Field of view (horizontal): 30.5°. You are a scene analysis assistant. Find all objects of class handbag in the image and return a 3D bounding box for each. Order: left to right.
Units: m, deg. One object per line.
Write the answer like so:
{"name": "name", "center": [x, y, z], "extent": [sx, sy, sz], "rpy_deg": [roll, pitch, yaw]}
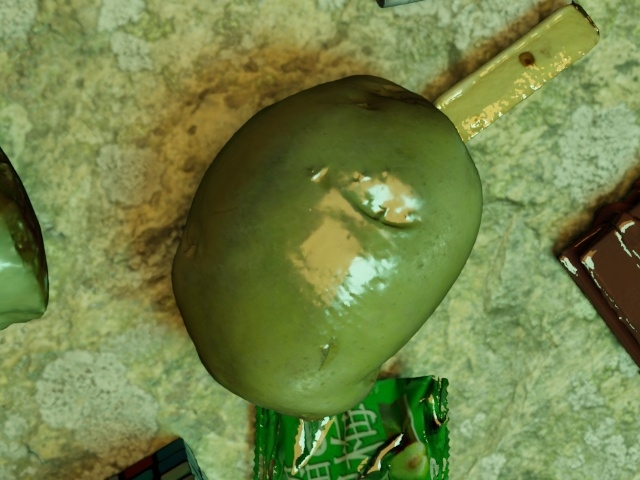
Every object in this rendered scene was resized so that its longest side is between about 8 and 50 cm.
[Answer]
{"name": "handbag", "center": [0.426, 0.035, 1.250], "extent": [0.260, 0.084, 0.275], "rpy_deg": [-41, 104, -2]}

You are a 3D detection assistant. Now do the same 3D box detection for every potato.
{"name": "potato", "center": [0.000, 0.000, 1.086], "extent": [0.243, 0.221, 0.326], "rpy_deg": [36, 95, -17]}

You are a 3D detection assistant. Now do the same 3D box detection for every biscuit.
{"name": "biscuit", "center": [0.194, -0.167, 1.185], "extent": [0.188, 0.052, 0.056], "rpy_deg": [-37, 92, -5]}

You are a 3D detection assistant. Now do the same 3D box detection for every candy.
{"name": "candy", "center": [0.031, 0.206, 1.203], "extent": [0.203, 0.078, 0.141], "rpy_deg": [0, 88, 0]}

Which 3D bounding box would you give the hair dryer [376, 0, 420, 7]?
{"name": "hair dryer", "center": [0.078, -0.289, 1.153], "extent": [0.063, 0.037, 0.114], "rpy_deg": [-14, 94, -11]}

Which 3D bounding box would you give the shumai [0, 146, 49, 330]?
{"name": "shumai", "center": [-0.406, 0.019, 0.980], "extent": [0.323, 0.397, 0.324], "rpy_deg": [-29, 139, -34]}

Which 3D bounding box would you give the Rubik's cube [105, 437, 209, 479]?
{"name": "Rubik's cube", "center": [-0.154, 0.310, 1.139], "extent": [0.151, 0.155, 0.154], "rpy_deg": [-31, 104, -5]}
